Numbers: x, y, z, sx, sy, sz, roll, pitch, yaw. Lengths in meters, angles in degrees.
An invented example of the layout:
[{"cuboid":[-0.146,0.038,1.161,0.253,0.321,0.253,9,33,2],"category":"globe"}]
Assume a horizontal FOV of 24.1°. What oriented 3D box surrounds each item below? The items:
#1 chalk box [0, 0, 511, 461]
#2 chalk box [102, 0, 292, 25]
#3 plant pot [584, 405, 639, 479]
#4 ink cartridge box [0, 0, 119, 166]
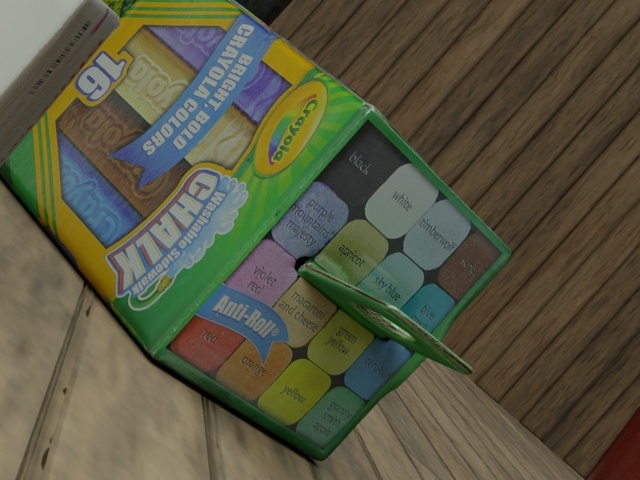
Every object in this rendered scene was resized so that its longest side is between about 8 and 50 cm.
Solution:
[{"cuboid":[-0.020,-0.002,0.651,0.132,0.132,0.213,41,2,-45],"category":"chalk box"},{"cuboid":[-0.175,-0.175,0.691,0.179,0.180,0.289,43,1,42],"category":"chalk box"},{"cuboid":[0.389,0.239,1.442,0.272,0.265,0.272,42,1,-1],"category":"plant pot"},{"cuboid":[-0.126,-0.064,0.454,0.090,0.092,0.143,41,0,-6],"category":"ink cartridge box"}]
